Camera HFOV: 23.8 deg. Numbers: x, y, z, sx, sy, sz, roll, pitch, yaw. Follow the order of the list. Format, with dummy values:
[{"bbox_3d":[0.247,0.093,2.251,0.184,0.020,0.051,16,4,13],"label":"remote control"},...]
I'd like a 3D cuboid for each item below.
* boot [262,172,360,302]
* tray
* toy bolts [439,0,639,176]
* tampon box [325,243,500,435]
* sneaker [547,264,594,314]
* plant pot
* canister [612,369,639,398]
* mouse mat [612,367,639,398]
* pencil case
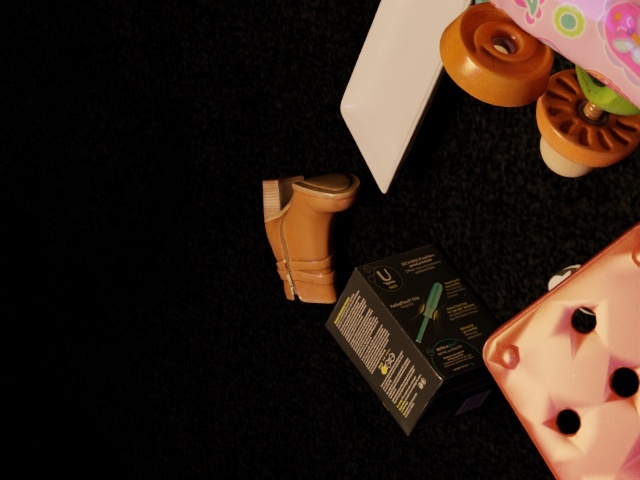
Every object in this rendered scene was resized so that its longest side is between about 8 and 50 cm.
[{"bbox_3d":[0.000,0.000,1.777,0.197,0.073,0.152,4,105,65],"label":"boot"},{"bbox_3d":[0.094,-0.193,1.591,0.145,0.030,0.270,64,145,38],"label":"tray"},{"bbox_3d":[0.179,-0.168,1.387,0.158,0.218,0.229,117,145,-52],"label":"toy bolts"},{"bbox_3d":[0.107,0.104,1.628,0.161,0.120,0.101,53,138,26],"label":"tampon box"},{"bbox_3d":[0.258,0.050,1.476,0.109,0.043,0.040,9,112,53],"label":"sneaker"},{"bbox_3d":[0.288,0.105,1.223,0.267,0.235,0.267,-40,68,26],"label":"plant pot"},{"bbox_3d":[0.331,0.165,1.398,0.170,0.073,0.126,49,138,27],"label":"canister"},{"bbox_3d":[0.284,0.195,1.407,0.190,0.007,0.153,51,140,23],"label":"mouse mat"},{"bbox_3d":[0.271,-0.176,1.239,0.284,0.124,0.124,37,134,11],"label":"pencil case"}]
